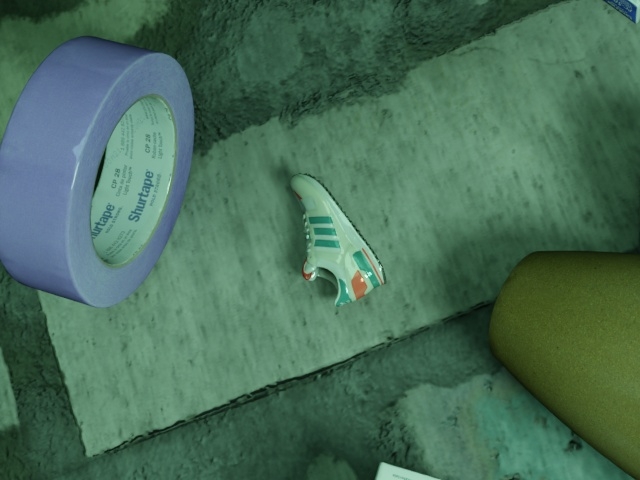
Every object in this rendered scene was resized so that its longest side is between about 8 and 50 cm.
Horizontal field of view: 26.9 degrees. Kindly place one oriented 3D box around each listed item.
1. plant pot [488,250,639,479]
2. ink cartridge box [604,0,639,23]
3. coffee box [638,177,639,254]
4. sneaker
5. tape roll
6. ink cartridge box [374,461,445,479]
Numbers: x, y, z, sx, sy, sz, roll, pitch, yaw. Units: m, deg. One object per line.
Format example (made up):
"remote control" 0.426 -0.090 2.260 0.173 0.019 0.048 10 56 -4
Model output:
"plant pot" 0.297 0.108 1.278 0.254 0.237 0.237 23 79 32
"ink cartridge box" 0.379 -0.349 1.478 0.097 0.046 0.207 41 85 19
"coffee box" 0.443 -0.044 1.322 0.247 0.141 0.098 2 74 12
"sneaker" 0.000 0.000 1.449 0.075 0.057 0.161 -35 72 -6
"tape roll" -0.232 -0.072 1.407 0.090 0.275 0.274 15 77 16
"ink cartridge box" 0.076 0.328 1.285 0.086 0.148 0.203 14 78 14
